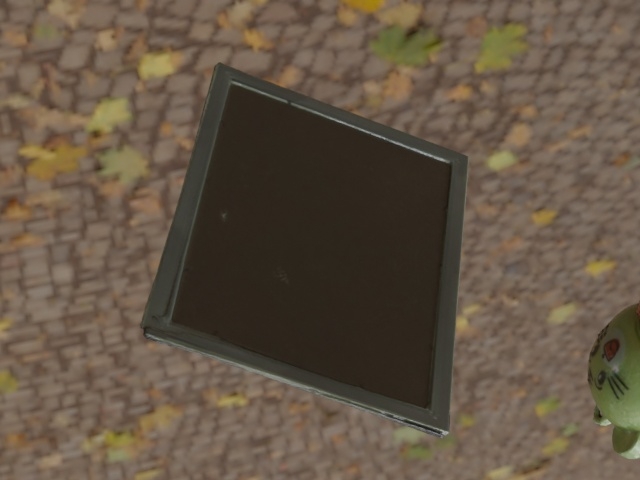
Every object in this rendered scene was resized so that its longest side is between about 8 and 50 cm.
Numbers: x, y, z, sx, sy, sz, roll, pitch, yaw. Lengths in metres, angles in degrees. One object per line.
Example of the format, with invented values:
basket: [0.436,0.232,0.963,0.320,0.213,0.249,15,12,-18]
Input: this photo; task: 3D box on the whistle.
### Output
whistle: [0.316,0.070,1.236,0.106,0.131,0.288,22,129,-20]

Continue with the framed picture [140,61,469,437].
framed picture: [0.000,0.000,0.964,0.197,0.252,0.014,20,135,-10]
